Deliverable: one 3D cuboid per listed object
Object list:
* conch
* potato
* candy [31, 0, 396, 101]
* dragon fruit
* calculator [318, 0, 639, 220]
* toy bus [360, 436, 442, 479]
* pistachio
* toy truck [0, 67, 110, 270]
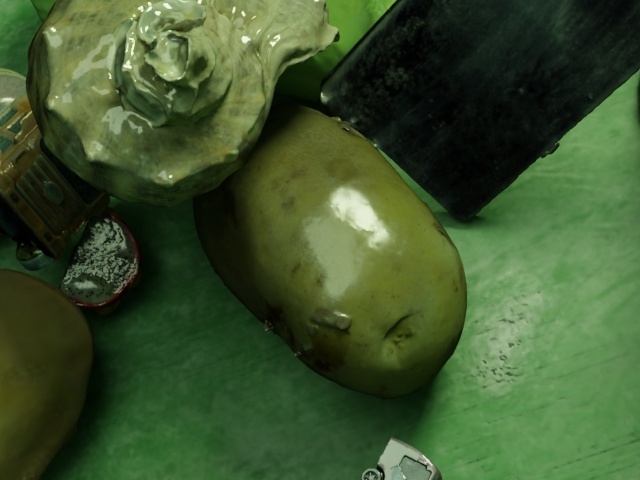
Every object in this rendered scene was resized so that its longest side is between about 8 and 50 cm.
[{"bbox_3d":[-0.112,-0.130,0.984,0.210,0.159,0.291,-47,19,-10],"label":"conch"},{"bbox_3d":[0.000,0.000,1.025,0.165,0.165,0.262,-41,61,-4],"label":"potato"},{"bbox_3d":[-0.082,-0.204,1.162,0.343,0.142,0.132,15,81,24],"label":"candy"},{"bbox_3d":[-0.170,0.021,1.132,0.060,0.056,0.083,21,79,1],"label":"dragon fruit"},{"bbox_3d":[0.126,-0.134,1.010,0.161,0.261,0.021,43,37,-6],"label":"calculator"},{"bbox_3d":[0.039,0.205,0.990,0.052,0.037,0.131,24,76,23],"label":"toy bus"},{"bbox_3d":[-0.298,0.122,1.064,0.212,0.163,0.260,41,78,-5],"label":"pistachio"},{"bbox_3d":[-0.265,-0.079,1.149,0.256,0.108,0.140,18,61,48],"label":"toy truck"}]
